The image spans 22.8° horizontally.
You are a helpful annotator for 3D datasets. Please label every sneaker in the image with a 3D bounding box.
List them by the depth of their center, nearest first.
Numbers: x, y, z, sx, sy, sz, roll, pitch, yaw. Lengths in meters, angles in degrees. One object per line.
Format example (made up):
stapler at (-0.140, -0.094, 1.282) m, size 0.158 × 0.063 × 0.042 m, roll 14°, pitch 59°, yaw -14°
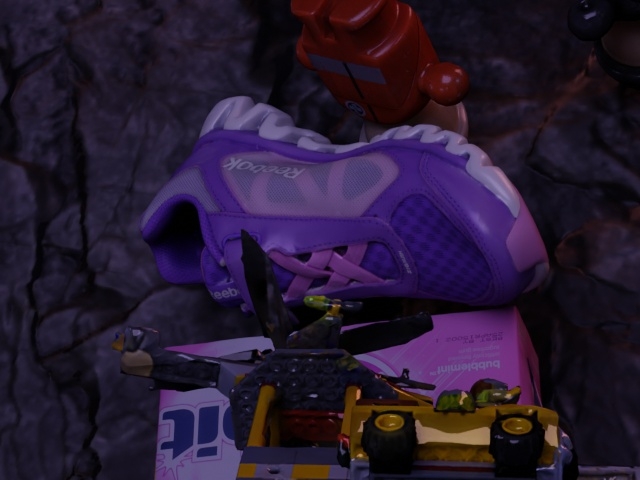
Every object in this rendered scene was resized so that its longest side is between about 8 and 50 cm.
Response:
sneaker at (0.000, 0.000, 0.766) m, size 0.236 × 0.095 × 0.104 m, roll 13°, pitch 44°, yaw 44°

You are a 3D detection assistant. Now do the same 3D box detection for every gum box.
gum box at (0.019, 0.100, 0.753) m, size 0.188 × 0.062 × 0.107 m, roll -8°, pitch 59°, yaw 15°

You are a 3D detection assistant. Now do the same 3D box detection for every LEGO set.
LEGO set at (0.072, 0.149, 0.590) m, size 0.255 × 0.331 × 0.192 m, roll -7°, pitch 28°, yaw 11°

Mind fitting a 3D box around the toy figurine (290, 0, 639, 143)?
toy figurine at (0.080, -0.155, 0.834) m, size 0.213 × 0.148 × 0.209 m, roll -25°, pitch 51°, yaw 8°
